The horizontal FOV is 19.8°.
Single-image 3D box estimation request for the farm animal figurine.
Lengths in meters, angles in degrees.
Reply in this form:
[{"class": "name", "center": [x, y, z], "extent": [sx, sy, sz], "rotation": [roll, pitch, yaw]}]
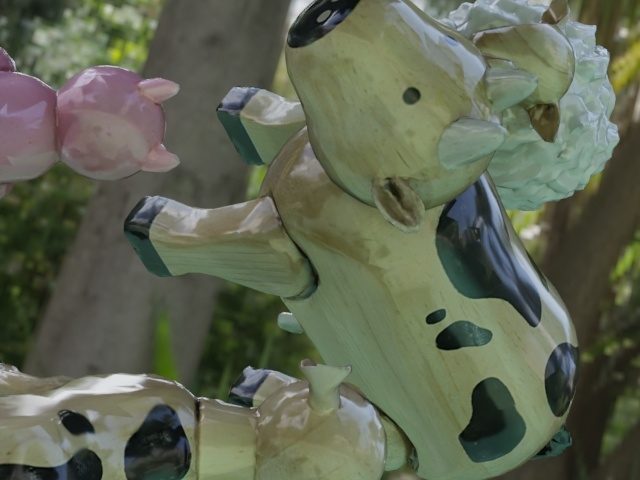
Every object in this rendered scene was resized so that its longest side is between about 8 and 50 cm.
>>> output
[{"class": "farm animal figurine", "center": [0.000, 0.000, 0.646], "extent": [0.172, 0.330, 0.327], "rotation": [9, -22, 39]}]
